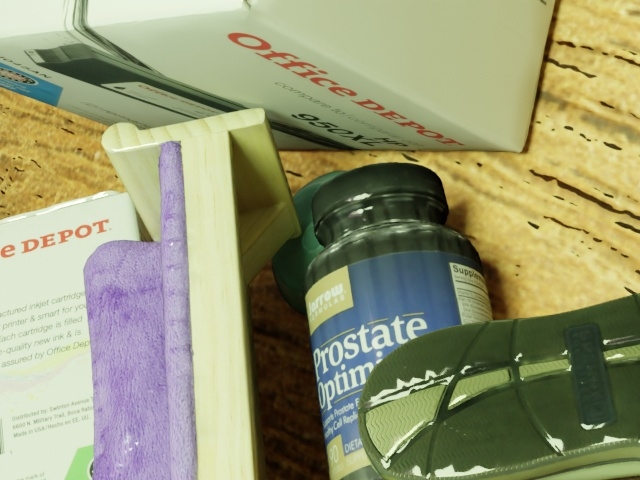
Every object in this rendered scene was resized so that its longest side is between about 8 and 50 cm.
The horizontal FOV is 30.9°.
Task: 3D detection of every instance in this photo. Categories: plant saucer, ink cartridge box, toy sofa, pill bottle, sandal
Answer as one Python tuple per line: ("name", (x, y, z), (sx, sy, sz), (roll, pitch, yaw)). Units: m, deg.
("plant saucer", (0.000, 0.000, 0.901), (0.119, 0.021, 0.119), (-16, 65, 39))
("ink cartridge box", (-0.216, 0.122, 0.937), (0.201, 0.117, 0.278), (-15, 61, 2))
("ink cartridge box", (-0.072, -0.177, 0.842), (0.395, 0.285, 0.166), (4, 80, 44))
("toy sofa", (-0.091, 0.101, 0.757), (0.177, 0.150, 0.362), (-11, 56, 5))
("pill bottle", (0.054, 0.065, 0.758), (0.123, 0.123, 0.219), (-28, 59, 33))
("sandal", (0.173, 0.092, 0.634), (0.303, 0.086, 0.120), (-4, 55, 18))
